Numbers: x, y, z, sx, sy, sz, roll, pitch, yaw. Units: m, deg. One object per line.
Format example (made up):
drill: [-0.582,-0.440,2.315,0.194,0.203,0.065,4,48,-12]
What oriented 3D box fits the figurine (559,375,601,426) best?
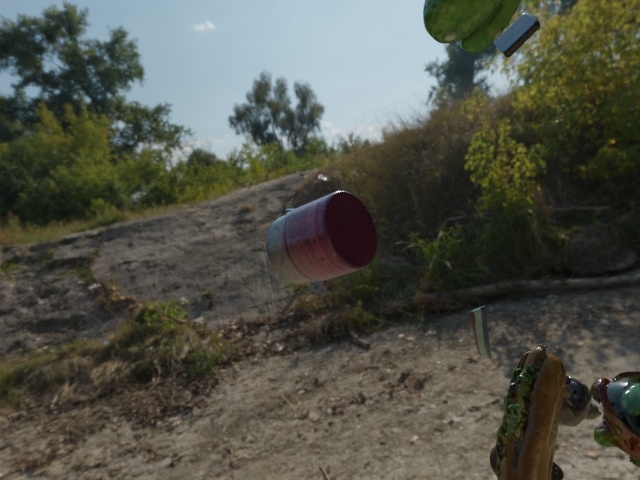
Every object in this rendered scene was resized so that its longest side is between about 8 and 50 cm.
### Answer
figurine: [0.934,0.628,1.905,0.380,0.203,0.248,25,-3,-28]

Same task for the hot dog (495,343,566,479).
hot dog: [0.443,0.387,1.017,0.100,0.338,0.135,11,-2,-2]

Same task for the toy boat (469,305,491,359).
toy boat: [0.466,0.266,1.369,0.045,0.229,0.080,-12,42,15]

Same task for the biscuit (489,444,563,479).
biscuit: [0.644,0.700,1.482,0.236,0.180,0.039,1,-44,-14]

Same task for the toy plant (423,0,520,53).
toy plant: [0.283,-0.453,0.736,0.224,0.184,0.316,0,-47,-43]

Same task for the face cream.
face cream: [0.000,0.000,1.049,0.194,0.175,0.175,-20,-1,40]

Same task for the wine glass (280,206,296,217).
wine glass: [-0.020,-0.031,1.362,0.204,0.111,0.111,14,9,8]

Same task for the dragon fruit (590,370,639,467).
dragon fruit: [0.831,0.442,1.185,0.295,0.130,0.268,-17,43,-14]

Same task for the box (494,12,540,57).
box: [0.584,-0.611,1.402,0.125,0.027,0.126,-43,25,30]
